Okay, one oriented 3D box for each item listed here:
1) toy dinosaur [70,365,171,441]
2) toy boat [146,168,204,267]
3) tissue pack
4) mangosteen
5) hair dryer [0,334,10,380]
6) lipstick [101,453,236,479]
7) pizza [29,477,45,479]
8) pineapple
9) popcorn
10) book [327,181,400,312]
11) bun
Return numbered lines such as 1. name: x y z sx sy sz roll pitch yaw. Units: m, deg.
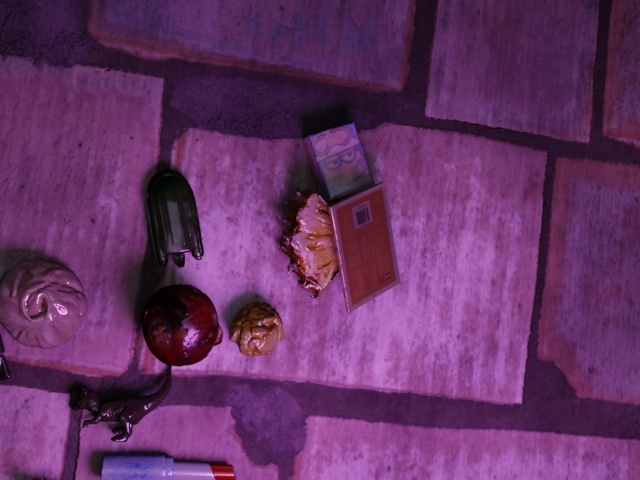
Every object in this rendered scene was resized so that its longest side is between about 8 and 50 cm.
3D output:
1. toy dinosaur: -0.404 0.308 1.673 0.187 0.087 0.178 19 84 -13
2. toy boat: -0.307 -0.047 1.732 0.104 0.052 0.210 -10 89 -12
3. tissue pack: 0.040 -0.170 1.814 0.116 0.065 0.155 -18 90 -16
4. mangosteen: -0.276 0.168 1.677 0.166 0.180 0.166 0 92 15
5. hair dryer: -0.750 0.206 1.612 0.248 0.078 0.195 -14 91 -4
6. lipstick: -0.307 0.474 1.700 0.274 0.061 0.068 5 84 -13
7. pizza: -0.491 0.558 1.654 0.226 0.069 0.147 26 103 -8
8. pineapple: 0.000 0.000 1.786 0.186 0.114 0.236 -10 100 -14
9. popcorn: -0.133 0.190 1.741 0.116 0.120 0.106 -21 132 10
10. book: 0.096 0.013 1.769 0.170 0.018 0.241 -26 115 -38
11. bun: -0.546 0.122 1.629 0.183 0.102 0.183 2 85 -26
